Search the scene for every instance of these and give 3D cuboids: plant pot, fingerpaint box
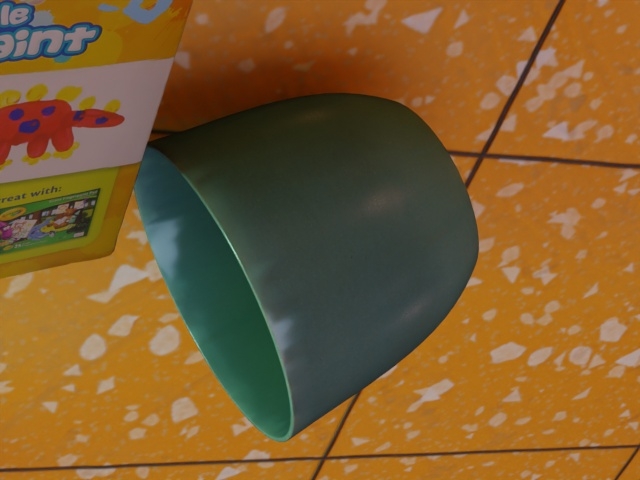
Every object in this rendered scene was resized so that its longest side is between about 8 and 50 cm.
[{"bbox_3d":[0.000,0.000,1.285,0.235,0.293,0.293,-26,141,-18],"label":"plant pot"},{"bbox_3d":[-0.342,-0.114,0.994,0.444,0.163,0.371,-13,150,-29],"label":"fingerpaint box"}]
